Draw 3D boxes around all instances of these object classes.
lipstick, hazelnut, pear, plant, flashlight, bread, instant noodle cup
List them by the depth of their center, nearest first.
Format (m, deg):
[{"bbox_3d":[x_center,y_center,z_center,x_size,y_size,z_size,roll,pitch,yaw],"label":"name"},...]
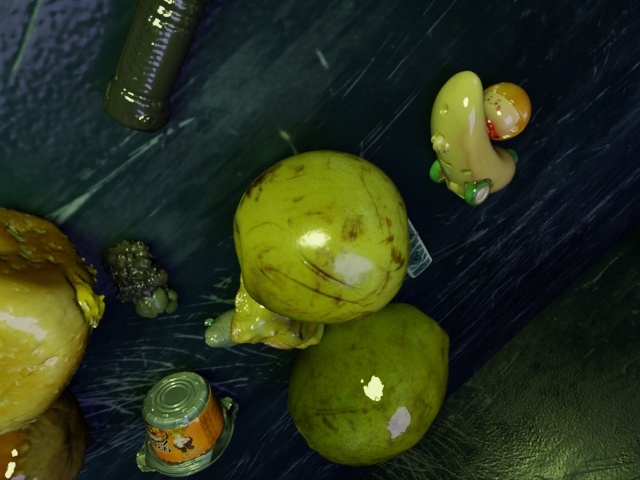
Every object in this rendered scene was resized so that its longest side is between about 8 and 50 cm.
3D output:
[{"bbox_3d":[-0.161,-0.224,0.482,0.093,0.093,0.232,5,129,-46],"label":"flashlight"},{"bbox_3d":[-0.360,0.104,0.526,0.176,0.195,0.246,29,108,-40],"label":"bread"},{"bbox_3d":[-0.456,0.303,0.675,0.208,0.208,0.208,-26,141,-22],"label":"hazelnut"},{"bbox_3d":[-0.260,0.065,0.692,0.085,0.087,0.174,-2,143,5],"label":"plant"},{"bbox_3d":[0.000,0.000,0.721,0.284,0.283,0.283,-26,141,-22],"label":"pear"},{"bbox_3d":[-0.062,0.125,0.886,0.233,0.088,0.160,23,78,-55],"label":"bread"},{"bbox_3d":[-0.266,0.338,0.905,0.208,0.178,0.125,-38,135,-39],"label":"instant noodle cup"},{"bbox_3d":[0.173,-0.003,1.031,0.077,0.076,0.290,-45,147,1],"label":"lipstick"},{"bbox_3d":[0.105,0.317,1.083,0.413,0.352,0.352,-43,145,-5],"label":"pear"}]

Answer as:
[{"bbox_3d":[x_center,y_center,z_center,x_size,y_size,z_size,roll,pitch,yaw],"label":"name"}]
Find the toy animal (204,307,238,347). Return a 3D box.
[{"bbox_3d":[-0.130,0.160,0.935,0.079,0.070,0.253,-21,172,34],"label":"toy animal"}]

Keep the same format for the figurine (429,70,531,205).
[{"bbox_3d":[0.319,-0.209,0.918,0.222,0.124,0.324,-42,141,-1],"label":"figurine"}]
